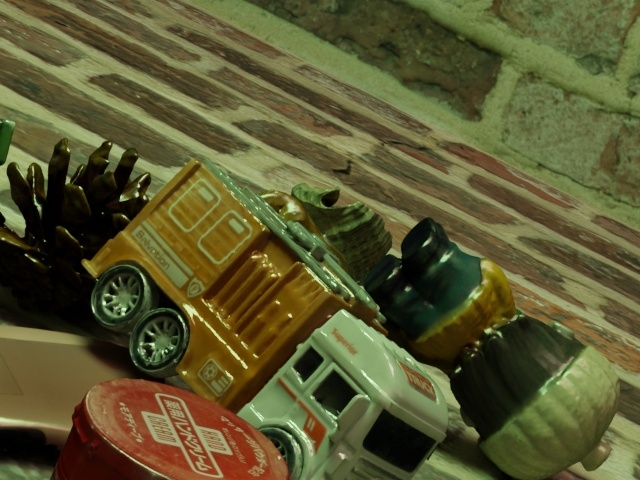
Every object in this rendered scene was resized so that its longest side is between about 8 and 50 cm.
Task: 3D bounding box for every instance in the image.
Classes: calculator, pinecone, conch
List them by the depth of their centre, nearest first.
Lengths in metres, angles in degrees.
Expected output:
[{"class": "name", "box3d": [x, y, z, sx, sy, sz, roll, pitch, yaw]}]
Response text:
[{"class": "calculator", "box3d": [-0.260, 0.143, 1.612, 0.329, 0.048, 0.220, 11, 22, -34]}, {"class": "pinecone", "box3d": [-0.261, -0.014, 1.854, 0.229, 0.201, 0.202, 44, 11, -50]}, {"class": "conch", "box3d": [0.000, 0.000, 2.214, 0.178, 0.245, 0.163, 3, 61, -15]}]

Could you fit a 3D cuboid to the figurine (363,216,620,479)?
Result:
[{"class": "figurine", "box3d": [0.199, 0.139, 1.945, 0.332, 0.185, 0.204, 41, 13, -28]}]

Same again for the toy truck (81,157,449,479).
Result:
[{"class": "toy truck", "box3d": [-0.044, 0.100, 1.656, 0.387, 0.207, 0.173, 44, 5, 34]}]

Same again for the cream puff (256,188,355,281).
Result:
[{"class": "cream puff", "box3d": [-0.030, 0.064, 1.908, 0.269, 0.154, 0.241, 76, -11, -55]}]

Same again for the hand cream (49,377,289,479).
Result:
[{"class": "hand cream", "box3d": [-0.132, 0.214, 1.430, 0.193, 0.125, 0.193, 23, 17, -7]}]

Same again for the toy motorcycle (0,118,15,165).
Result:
[{"class": "toy motorcycle", "box3d": [-0.468, -0.137, 2.085, 0.205, 0.127, 0.275, 13, 13, -38]}]
